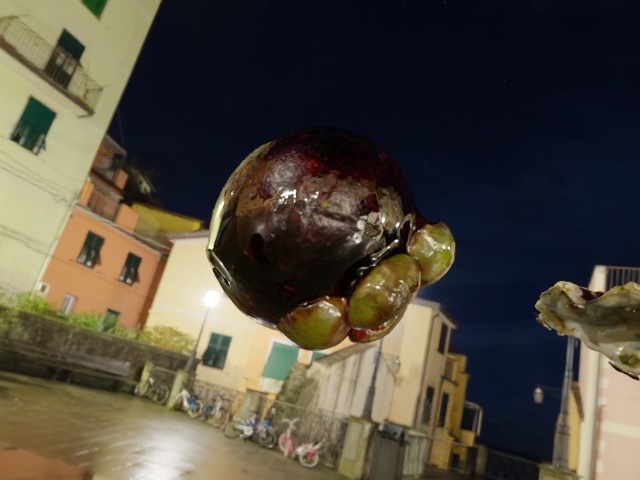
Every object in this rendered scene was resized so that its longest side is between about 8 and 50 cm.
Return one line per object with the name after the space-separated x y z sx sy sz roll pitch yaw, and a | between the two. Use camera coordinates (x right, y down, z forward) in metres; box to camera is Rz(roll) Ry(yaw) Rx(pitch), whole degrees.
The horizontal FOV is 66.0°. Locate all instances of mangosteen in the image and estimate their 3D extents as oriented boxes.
0.000 0.000 0.448 0.209 0.210 0.210 13 -18 4 | mangosteen

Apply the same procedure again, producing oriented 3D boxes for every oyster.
0.346 0.076 0.462 0.294 0.094 0.166 13 -23 47 | oyster
